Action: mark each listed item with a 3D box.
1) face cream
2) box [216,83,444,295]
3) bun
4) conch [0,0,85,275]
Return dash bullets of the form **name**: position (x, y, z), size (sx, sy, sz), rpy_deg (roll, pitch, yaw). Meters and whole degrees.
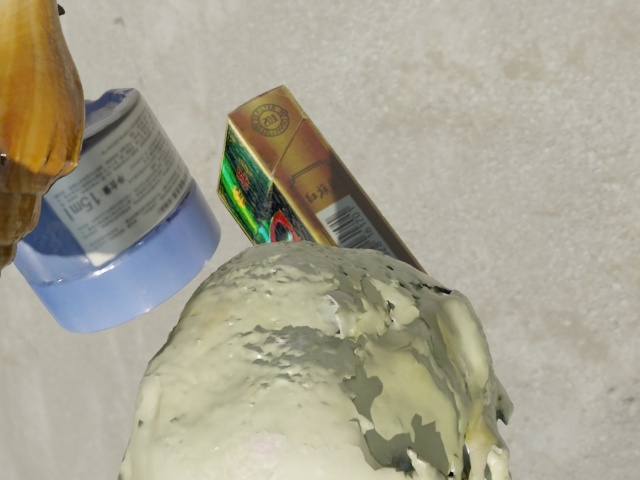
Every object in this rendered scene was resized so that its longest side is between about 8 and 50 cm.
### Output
- **face cream**: position (-0.281, -0.045, 1.203), size (0.249, 0.249, 0.225), rpy_deg (25, 146, 59)
- **box**: position (0.000, 0.000, 0.860), size (0.240, 0.071, 0.159), rpy_deg (53, 161, 14)
- **bun**: position (0.018, 0.113, 0.449), size (0.141, 0.239, 0.239), rpy_deg (1, 116, 25)
- **conch**: position (-0.244, -0.113, 0.749), size (0.093, 0.109, 0.331), rpy_deg (32, -116, -82)
